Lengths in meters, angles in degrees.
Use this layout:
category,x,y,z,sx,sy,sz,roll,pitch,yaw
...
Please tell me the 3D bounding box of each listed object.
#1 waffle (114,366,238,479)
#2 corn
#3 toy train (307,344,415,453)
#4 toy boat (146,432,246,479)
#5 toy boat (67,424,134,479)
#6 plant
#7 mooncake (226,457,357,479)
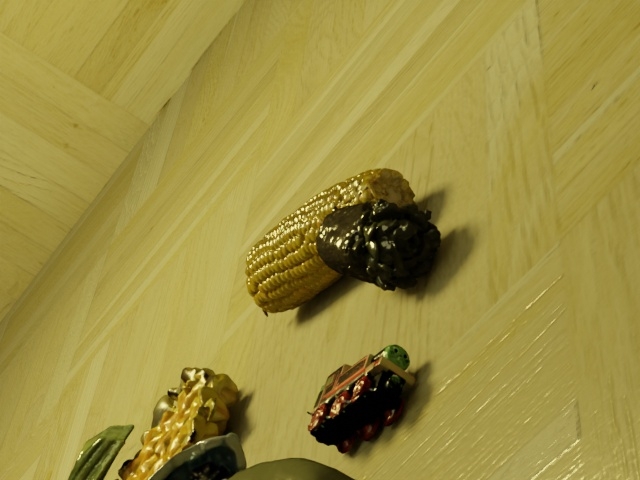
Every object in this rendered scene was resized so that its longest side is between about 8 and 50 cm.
category,x,y,z,sx,sy,sz,roll,pitch,yaw
waffle,-0.195,0.291,1.855,0.329,0.062,0.329,-53,14,20
corn,0.000,0.000,1.759,0.310,0.101,0.101,-41,24,49
toy train,0.041,0.149,1.458,0.138,0.050,0.087,-41,20,45
toy boat,-0.168,0.337,1.575,0.309,0.129,0.142,-59,3,-7
toy boat,-0.326,0.368,1.989,0.093,0.055,0.293,-59,-7,-73
plant,0.058,0.001,1.569,0.143,0.094,0.092,6,58,52
mooncake,-0.034,0.311,1.239,0.275,0.135,0.275,-47,22,26
